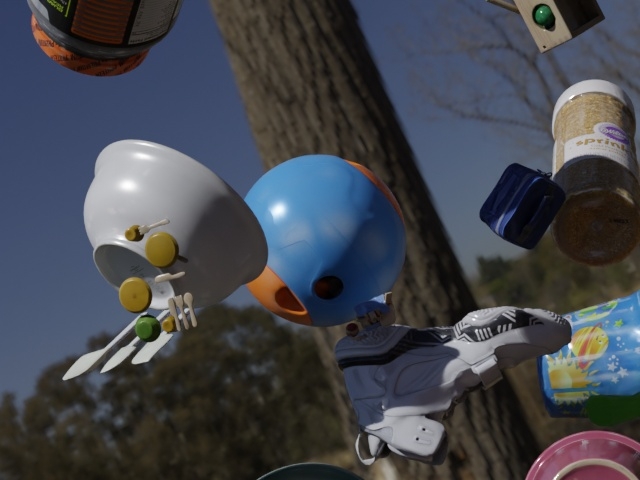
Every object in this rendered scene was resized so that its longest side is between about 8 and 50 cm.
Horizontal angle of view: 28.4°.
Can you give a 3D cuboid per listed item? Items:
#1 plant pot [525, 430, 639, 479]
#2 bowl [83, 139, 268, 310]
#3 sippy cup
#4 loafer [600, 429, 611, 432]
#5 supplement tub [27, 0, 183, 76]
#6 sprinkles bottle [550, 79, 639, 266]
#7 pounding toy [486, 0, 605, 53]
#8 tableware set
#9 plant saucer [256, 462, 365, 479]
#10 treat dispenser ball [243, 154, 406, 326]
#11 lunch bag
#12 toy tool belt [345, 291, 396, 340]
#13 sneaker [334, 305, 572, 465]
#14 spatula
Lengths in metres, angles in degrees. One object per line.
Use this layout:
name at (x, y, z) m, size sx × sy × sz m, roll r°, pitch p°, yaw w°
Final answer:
plant pot at (0.352, 0.340, 1.603) m, size 0.201 × 0.201 × 0.180 m, roll -28°, pitch -14°, yaw 7°
bowl at (-0.235, 0.006, 1.836) m, size 0.134 × 0.298 × 0.298 m, roll -56°, pitch 9°, yaw -32°
sippy cup at (0.485, 0.207, 2.161) m, size 0.224 × 0.240 × 0.305 m, roll -10°, pitch -15°, yaw 13°
loafer at (0.500, 0.452, 2.238) m, size 0.096 × 0.084 × 0.267 m, roll -19°, pitch 31°, yaw 30°
supplement tub at (-0.237, -0.351, 1.477) m, size 0.194 × 0.193 × 0.316 m, roll -22°, pitch -23°, yaw -35°
sprinkles bottle at (0.379, -0.101, 1.748) m, size 0.121 × 0.121 × 0.355 m, roll -31°, pitch 20°, yaw 25°
pounding toy at (0.377, -0.390, 2.125) m, size 0.141 × 0.130 × 0.100 m, roll -33°, pitch 7°, yaw -40°
tableware set at (-0.217, 0.052, 1.650) m, size 0.104 × 0.154 × 0.024 m, roll -16°, pitch 2°, yaw 19°
plant saucer at (-0.026, 0.467, 1.761) m, size 0.318 × 0.317 × 0.044 m, roll -24°, pitch 7°, yaw -25°
treat dispenser ball at (0.000, 0.000, 2.110) m, size 0.288 × 0.288 × 0.288 m, roll -27°, pitch -8°, yaw -4°
lunch bag at (0.249, -0.043, 1.530) m, size 0.067 × 0.065 × 0.098 m, roll 22°, pitch -77°, yaw -36°
toy tool belt at (0.072, 0.108, 1.888) m, size 0.083 × 0.052 × 0.051 m, roll -26°, pitch -40°, yaw -10°
sneaker at (0.210, 0.227, 1.931) m, size 0.366 × 0.210 × 0.137 m, roll -9°, pitch -18°, yaw 9°
spatula at (-0.281, 0.146, 1.963) m, size 0.168 × 0.019 × 0.242 m, roll -19°, pitch 15°, yaw 26°
